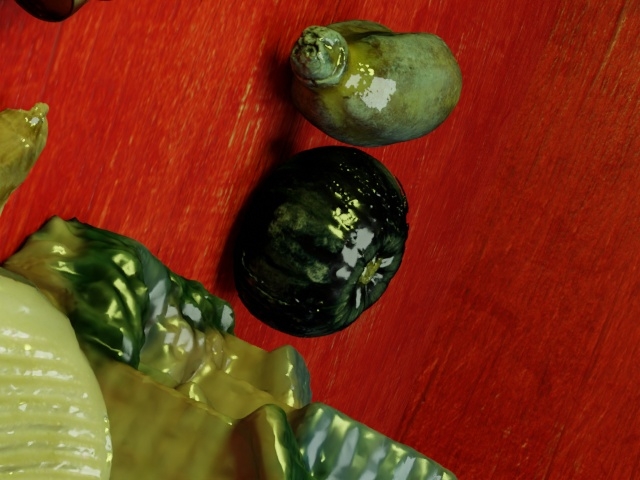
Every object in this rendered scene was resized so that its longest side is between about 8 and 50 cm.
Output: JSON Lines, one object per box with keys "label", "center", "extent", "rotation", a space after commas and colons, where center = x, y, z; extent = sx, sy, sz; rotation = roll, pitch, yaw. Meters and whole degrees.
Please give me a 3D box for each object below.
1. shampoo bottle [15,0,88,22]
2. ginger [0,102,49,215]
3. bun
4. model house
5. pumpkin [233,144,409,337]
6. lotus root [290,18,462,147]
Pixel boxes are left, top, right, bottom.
{"label": "shampoo bottle", "center": [-0.120, -0.241, 0.854], "extent": [0.260, 0.064, 0.102], "rotation": [-53, 163, -41]}
{"label": "ginger", "center": [-0.238, -0.048, 0.716], "extent": [0.294, 0.086, 0.131], "rotation": [-42, 128, -75]}
{"label": "bun", "center": [-0.244, 0.125, 0.764], "extent": [0.239, 0.141, 0.239], "rotation": [19, 66, -54]}
{"label": "model house", "center": [-0.083, 0.244, 1.043], "extent": [0.395, 0.400, 0.445], "rotation": [-60, 163, -16]}
{"label": "pumpkin", "center": [0.000, 0.000, 1.404], "extent": [0.233, 0.163, 0.233], "rotation": [-49, 159, -27]}
{"label": "lotus root", "center": [0.049, -0.168, 1.354], "extent": [0.322, 0.158, 0.140], "rotation": [-15, 119, -63]}
